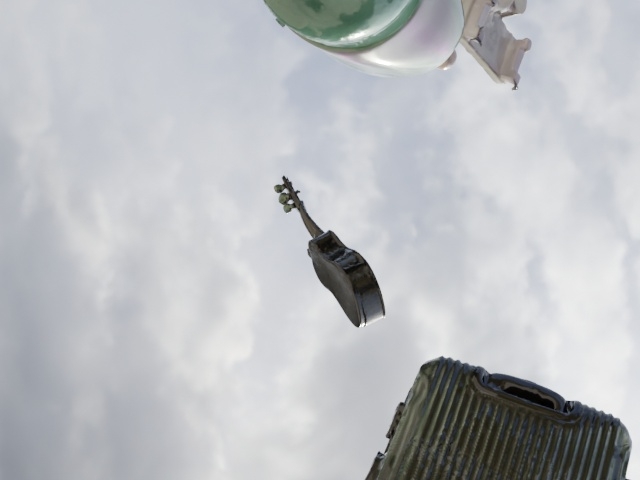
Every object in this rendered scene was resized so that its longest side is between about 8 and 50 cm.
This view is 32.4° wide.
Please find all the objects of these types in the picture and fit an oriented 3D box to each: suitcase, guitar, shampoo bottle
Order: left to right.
[{"bbox_3d":[-0.002,0.000,1.237,0.271,0.038,0.084,-128,-160,-51],"label":"guitar"},{"bbox_3d":[0.031,-0.245,1.023,0.221,0.349,0.151,36,-82,3],"label":"shampoo bottle"},{"bbox_3d":[0.117,0.253,0.863,0.202,0.312,0.128,19,-36,10],"label":"suitcase"}]

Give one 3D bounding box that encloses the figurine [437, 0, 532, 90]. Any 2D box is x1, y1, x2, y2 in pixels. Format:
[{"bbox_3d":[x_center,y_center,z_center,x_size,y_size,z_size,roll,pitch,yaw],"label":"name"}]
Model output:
[{"bbox_3d":[0.140,-0.277,1.451,0.256,0.182,0.145,6,-90,37],"label":"figurine"}]
